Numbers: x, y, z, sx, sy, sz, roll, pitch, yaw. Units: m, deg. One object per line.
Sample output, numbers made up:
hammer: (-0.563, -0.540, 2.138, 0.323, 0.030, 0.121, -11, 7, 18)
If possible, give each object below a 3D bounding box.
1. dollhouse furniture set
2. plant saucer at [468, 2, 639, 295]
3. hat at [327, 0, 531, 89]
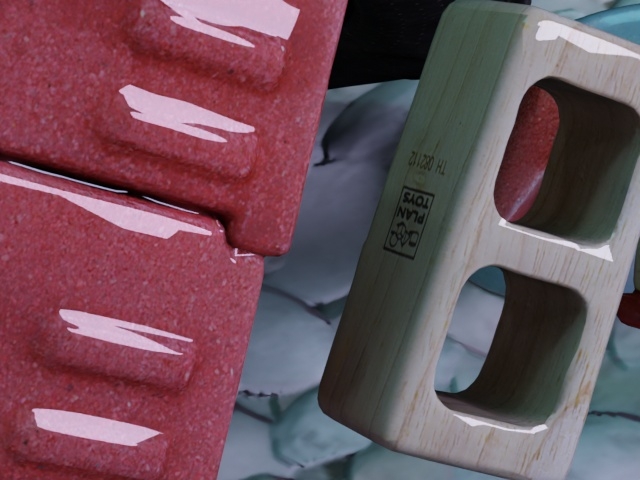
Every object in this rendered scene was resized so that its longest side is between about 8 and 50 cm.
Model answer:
dollhouse furniture set: (0.000, 0.000, 0.586, 0.374, 0.152, 0.201, 16, 3, -32)
plant saucer: (0.125, -0.048, 0.769, 0.195, 0.037, 0.195, -10, 35, 7)
hat: (-0.081, -0.146, 0.751, 0.331, 0.331, 0.134, -1, 80, 21)
